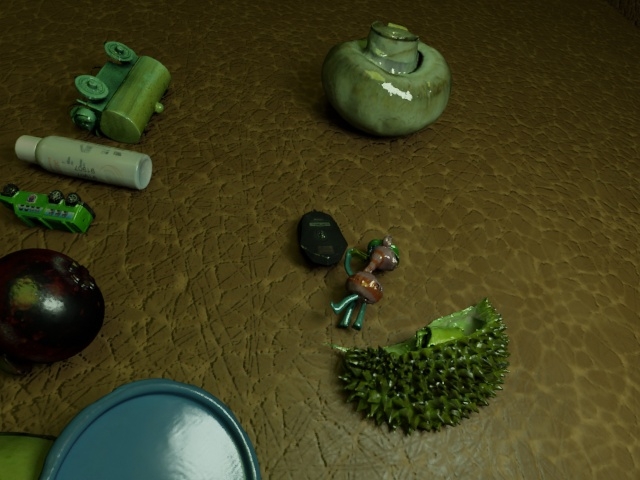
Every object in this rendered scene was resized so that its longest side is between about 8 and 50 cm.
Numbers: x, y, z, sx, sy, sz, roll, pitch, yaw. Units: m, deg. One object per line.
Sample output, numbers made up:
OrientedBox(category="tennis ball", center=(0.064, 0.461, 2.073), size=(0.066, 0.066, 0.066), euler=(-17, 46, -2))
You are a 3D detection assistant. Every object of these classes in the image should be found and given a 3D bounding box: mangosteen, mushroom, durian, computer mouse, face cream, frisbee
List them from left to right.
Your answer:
OrientedBox(category="mangosteen", center=(-0.440, 0.110, 0.614), size=(0.200, 0.200, 0.200), euler=(5, 52, -7))
OrientedBox(category="face cream", center=(-0.510, -0.173, 0.873), size=(0.269, 0.082, 0.082), euler=(10, 51, -1))
OrientedBox(category="frisbee", center=(-0.200, 0.320, 0.507), size=(0.289, 0.049, 0.289), euler=(33, 33, -25))
OrientedBox(category="computer mouse", center=(0.000, 0.000, 0.852), size=(0.099, 0.057, 0.172), euler=(-1, 41, -9))
OrientedBox(category="mushroom", center=(0.178, -0.439, 1.096), size=(0.352, 0.260, 0.352), euler=(6, 46, -6))
OrientedBox(category="durian", center=(0.201, 0.215, 0.711), size=(0.355, 0.157, 0.169), euler=(-11, 20, -19))

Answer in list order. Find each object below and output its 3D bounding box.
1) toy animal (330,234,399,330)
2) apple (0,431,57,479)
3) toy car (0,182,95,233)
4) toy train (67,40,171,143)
OrientedBox(category="toy animal", center=(0.082, 0.071, 0.786), size=(0.103, 0.100, 0.208), euler=(25, 56, 11))
OrientedBox(category="apple", center=(-0.367, 0.332, 0.459), size=(0.188, 0.174, 0.207), euler=(5, 68, -3))
OrientedBox(category="toy car", center=(-0.534, -0.059, 0.789), size=(0.165, 0.071, 0.062), euler=(9, 65, -4))
OrientedBox(category="toy train", center=(-0.496, -0.364, 1.020), size=(0.189, 0.126, 0.307), euler=(30, 45, -29))
